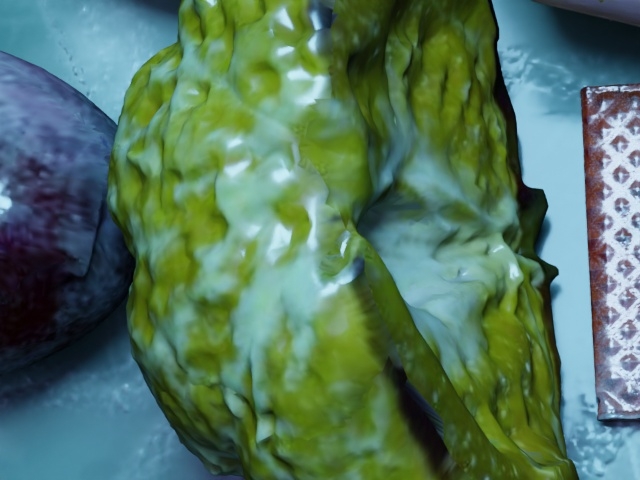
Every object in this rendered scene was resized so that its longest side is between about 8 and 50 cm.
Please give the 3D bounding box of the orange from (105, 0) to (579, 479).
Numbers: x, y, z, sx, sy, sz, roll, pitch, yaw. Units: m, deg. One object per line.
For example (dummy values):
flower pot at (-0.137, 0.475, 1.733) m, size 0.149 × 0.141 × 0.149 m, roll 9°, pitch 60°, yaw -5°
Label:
orange at (0.000, 0.000, 1.021) m, size 0.210 × 0.271 × 0.369 m, roll -11°, pitch 80°, yaw 20°

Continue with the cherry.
cherry at (-0.190, -0.018, 1.099) m, size 0.195 × 0.195 × 0.195 m, roll -2°, pitch 79°, yaw 8°

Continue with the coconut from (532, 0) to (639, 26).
coconut at (0.186, -0.223, 1.050) m, size 0.245 × 0.233 × 0.233 m, roll 18°, pitch 82°, yaw 6°

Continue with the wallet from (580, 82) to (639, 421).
wallet at (0.202, 0.004, 1.112) m, size 0.103 × 0.020 × 0.197 m, roll -3°, pitch 79°, yaw 7°
